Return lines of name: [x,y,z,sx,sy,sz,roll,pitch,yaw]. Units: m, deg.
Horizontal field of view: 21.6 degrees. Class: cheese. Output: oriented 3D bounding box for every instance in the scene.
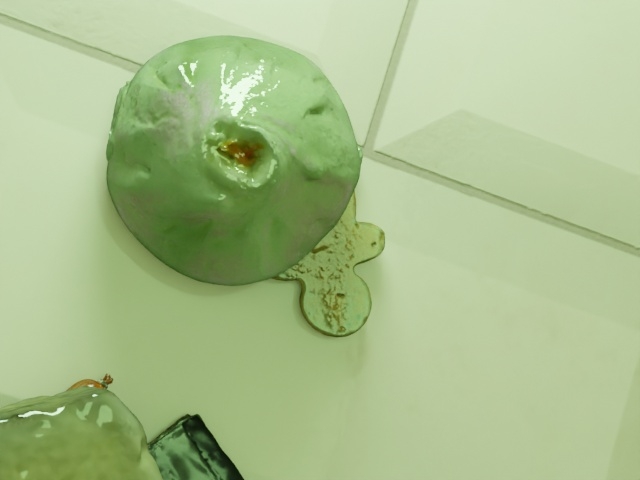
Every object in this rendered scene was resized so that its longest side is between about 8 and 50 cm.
cheese: [-0.310,0.300,1.777,0.318,0.115,0.326,30,80,-23]

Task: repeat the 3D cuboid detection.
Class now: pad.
pad: [-0.143,0.334,1.912,0.174,0.022,0.233,-39,95,-16]

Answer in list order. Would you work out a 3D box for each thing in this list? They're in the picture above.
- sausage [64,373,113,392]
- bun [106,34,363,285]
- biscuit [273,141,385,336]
sausage: [-0.350,0.277,1.848,0.053,0.053,0.348,44,76,-6]
bun: [-0.101,-0.099,1.869,0.293,0.187,0.293,0,79,-1]
biscuit: [0.000,0.000,1.980,0.153,0.030,0.234,-15,87,-11]
